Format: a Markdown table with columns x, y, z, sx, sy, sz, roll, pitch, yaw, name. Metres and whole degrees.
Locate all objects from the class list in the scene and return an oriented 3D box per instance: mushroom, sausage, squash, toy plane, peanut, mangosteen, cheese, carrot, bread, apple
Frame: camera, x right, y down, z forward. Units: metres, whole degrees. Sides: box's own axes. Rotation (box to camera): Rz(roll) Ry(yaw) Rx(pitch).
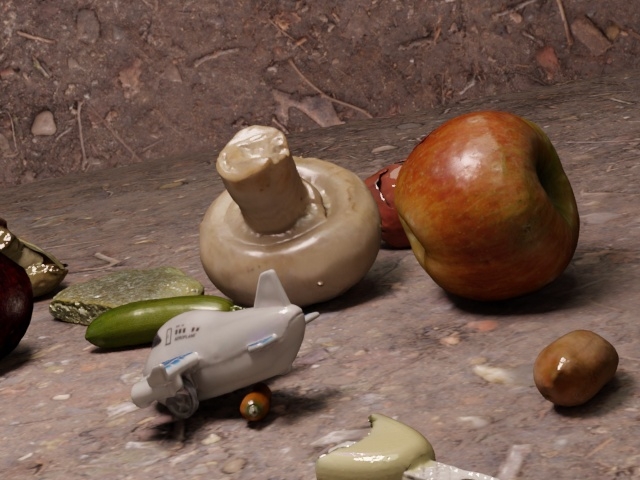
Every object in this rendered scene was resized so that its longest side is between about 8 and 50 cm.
| x | y | z | sx | sy | sz | roll | pitch | yaw | name |
| --- | --- | --- | --- | --- | --- | --- | --- | --- | --- |
| -0.054 | -0.053 | 2.105 | 0.292 | 0.290 | 0.293 | -9 | 40 | 7 | mushroom |
| 0.197 | -0.078 | 2.381 | 0.279 | 0.152 | 0.152 | -14 | 13 | -16 | sausage |
| -0.226 | 0.118 | 2.040 | 0.258 | 0.069 | 0.069 | -7 | 13 | 10 | squash |
| -0.121 | 0.133 | 1.703 | 0.266 | 0.123 | 0.267 | -26 | -1 | -1 | toy plane |
| 0.291 | 0.140 | 1.548 | 0.076 | 0.076 | 0.152 | -2 | 10 | 32 | peanut |
| -0.547 | 0.069 | 2.041 | 0.228 | 0.266 | 0.228 | -11 | 11 | 2 | mangosteen |
| -0.586 | 0.061 | 2.458 | 0.217 | 0.212 | 0.292 | 32 | -19 | -23 | mushroom |
| 0.090 | 0.228 | 1.371 | 0.127 | 0.050 | 0.235 | -17 | 16 | -38 | cheese |
| -0.076 | 0.195 | 1.681 | 0.035 | 0.035 | 0.142 | -9 | 7 | 4 | carrot |
| -0.305 | 0.089 | 2.259 | 0.286 | 0.056 | 0.207 | 3 | 20 | 40 | bread |
| 0.227 | -0.042 | 1.965 | 0.250 | 0.278 | 0.309 | -19 | -16 | 22 | apple |
